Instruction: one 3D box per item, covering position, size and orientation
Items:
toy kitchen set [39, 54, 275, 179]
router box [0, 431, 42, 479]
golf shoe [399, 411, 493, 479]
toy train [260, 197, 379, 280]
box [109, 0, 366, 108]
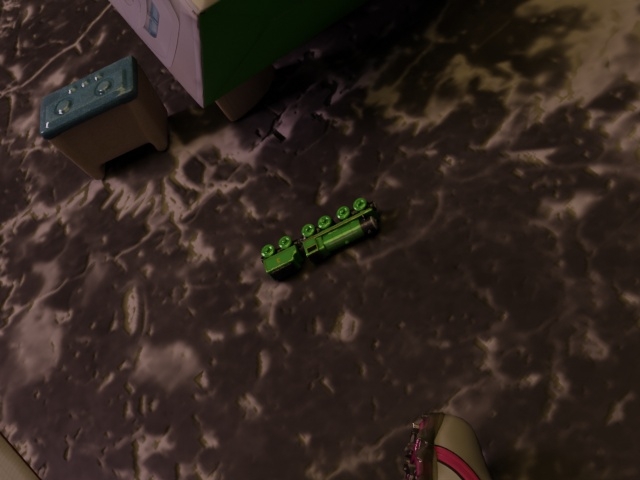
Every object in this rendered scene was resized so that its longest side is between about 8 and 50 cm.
[{"bbox_3d":[-0.139,-0.179,1.001,0.166,0.122,0.207,-23,44,16],"label":"toy kitchen set"},{"bbox_3d":[-0.253,0.220,0.575,0.335,0.082,0.301,-36,63,-27],"label":"router box"},{"bbox_3d":[0.080,0.158,0.611,0.086,0.067,0.186,0,42,-5],"label":"golf shoe"},{"bbox_3d":[0.000,0.000,0.829,0.083,0.017,0.024,-26,53,12],"label":"toy train"},{"bbox_3d":[-0.049,-0.266,0.903,0.262,0.127,0.231,-37,73,-18],"label":"box"}]
